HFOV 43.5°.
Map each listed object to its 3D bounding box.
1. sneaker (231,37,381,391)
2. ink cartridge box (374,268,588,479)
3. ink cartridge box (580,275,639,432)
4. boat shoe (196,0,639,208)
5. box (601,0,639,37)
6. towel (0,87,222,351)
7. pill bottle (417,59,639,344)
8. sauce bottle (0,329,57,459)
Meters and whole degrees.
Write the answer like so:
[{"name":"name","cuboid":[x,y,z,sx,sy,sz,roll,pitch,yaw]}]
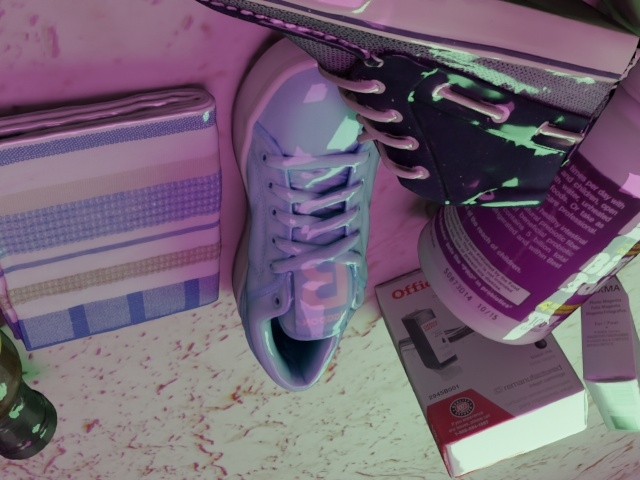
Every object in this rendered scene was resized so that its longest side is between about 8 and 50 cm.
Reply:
[{"name":"sneaker","cuboid":[0.000,0.000,0.696,0.135,0.150,0.366,-12,141,-15]},{"name":"ink cartridge box","cuboid":[0.171,0.124,0.885,0.159,0.218,0.092,-21,137,0]},{"name":"ink cartridge box","cuboid":[0.324,0.074,0.886,0.066,0.232,0.189,-3,152,27]},{"name":"boat shoe","cuboid":[0.051,-0.106,0.540,0.341,0.127,0.158,8,121,-23]},{"name":"box","cuboid":[0.244,-0.190,0.447,0.148,0.311,0.121,-35,102,16]},{"name":"towel","cuboid":[-0.188,-0.008,0.691,0.209,0.034,0.285,-13,145,-16]},{"name":"pill bottle","cuboid":[0.236,-0.052,0.736,0.169,0.169,0.301,7,135,-33]},{"name":"sauce bottle","cuboid":[-0.332,0.098,0.684,0.111,0.111,0.344,-19,143,-4]}]
